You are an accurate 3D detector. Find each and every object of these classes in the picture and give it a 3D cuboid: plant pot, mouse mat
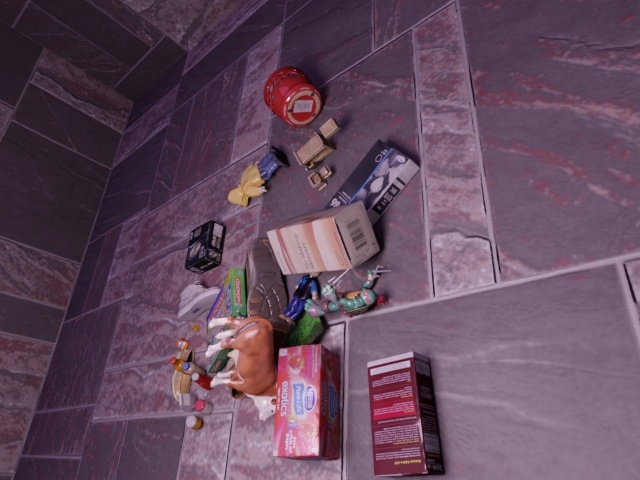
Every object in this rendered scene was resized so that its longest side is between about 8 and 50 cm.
[{"bbox_3d":[-0.099,-0.532,1.706,0.191,0.191,0.174,-47,50,15],"label":"plant pot"},{"bbox_3d":[-0.065,0.279,1.303,0.190,0.007,0.153,-49,25,10],"label":"mouse mat"}]

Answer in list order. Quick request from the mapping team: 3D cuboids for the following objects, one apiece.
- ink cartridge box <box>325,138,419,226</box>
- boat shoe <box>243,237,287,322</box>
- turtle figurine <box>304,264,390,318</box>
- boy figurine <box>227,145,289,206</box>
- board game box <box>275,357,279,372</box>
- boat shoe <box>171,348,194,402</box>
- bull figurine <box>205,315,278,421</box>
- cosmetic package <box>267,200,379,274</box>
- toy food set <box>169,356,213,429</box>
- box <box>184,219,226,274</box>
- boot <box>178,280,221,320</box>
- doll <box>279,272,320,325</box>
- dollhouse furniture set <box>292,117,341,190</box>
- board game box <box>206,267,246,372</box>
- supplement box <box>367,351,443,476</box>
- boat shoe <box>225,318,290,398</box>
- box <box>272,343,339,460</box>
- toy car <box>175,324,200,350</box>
[{"bbox_3d":[0.126,-0.127,1.333,0.333,0.065,0.165,-53,42,10],"label":"ink cartridge box"},{"bbox_3d":[-0.186,0.171,1.455,0.130,0.132,0.356,135,140,-56],"label":"boat shoe"},{"bbox_3d":[0.072,0.142,1.174,0.234,0.175,0.118,-26,74,45],"label":"turtle figurine"},{"bbox_3d":[-0.247,-0.229,1.752,0.285,0.092,0.177,-44,43,19],"label":"boy figurine"},{"bbox_3d":[-0.102,0.409,1.281,0.133,0.033,0.169,8,68,52],"label":"board game box"},{"bbox_3d":[-0.482,0.475,1.610,0.072,0.068,0.190,-21,54,17],"label":"boat shoe"},{"bbox_3d":[-0.188,0.326,1.165,0.101,0.188,0.311,-91,1,-68],"label":"bull figurine"},{"bbox_3d":[0.000,0.000,1.272,0.296,0.129,0.153,-11,105,50],"label":"cosmetic package"},{"bbox_3d":[-0.426,0.488,1.484,0.111,0.104,0.232,-23,52,7],"label":"toy food set"},{"bbox_3d":[-0.468,0.027,1.838,0.147,0.077,0.180,-22,54,37],"label":"box"},{"bbox_3d":[-0.459,0.203,1.712,0.258,0.095,0.124,-32,55,31],"label":"boot"},{"bbox_3d":[-0.050,0.160,1.359,0.129,0.046,0.189,12,71,58],"label":"doll"},{"bbox_3d":[0.031,-0.283,1.524,0.182,0.101,0.161,-37,70,24],"label":"dollhouse furniture set"},{"bbox_3d":[-0.312,0.267,1.477,0.317,0.046,0.214,-57,35,42],"label":"board game box"},{"bbox_3d":[0.179,0.377,0.980,0.130,0.073,0.240,-25,51,35],"label":"supplement box"},{"bbox_3d":[-0.177,0.347,1.294,0.324,0.123,0.117,-57,26,35],"label":"boat shoe"},{"bbox_3d":[-0.030,0.401,1.119,0.122,0.128,0.257,-11,58,21],"label":"box"},{"bbox_3d":[-0.513,0.361,1.720,0.060,0.040,0.122,35,95,49],"label":"toy car"}]
